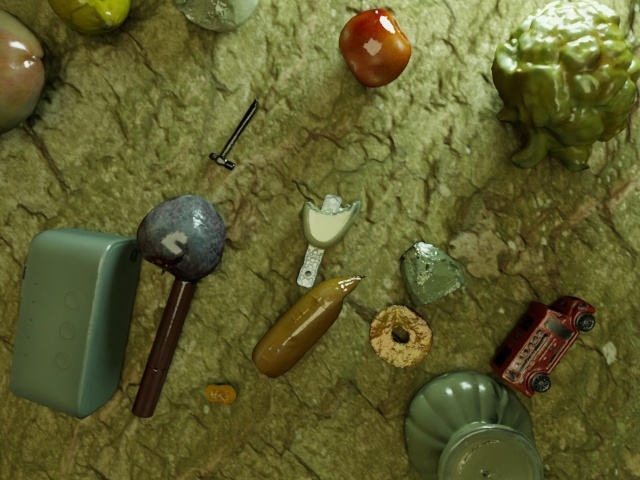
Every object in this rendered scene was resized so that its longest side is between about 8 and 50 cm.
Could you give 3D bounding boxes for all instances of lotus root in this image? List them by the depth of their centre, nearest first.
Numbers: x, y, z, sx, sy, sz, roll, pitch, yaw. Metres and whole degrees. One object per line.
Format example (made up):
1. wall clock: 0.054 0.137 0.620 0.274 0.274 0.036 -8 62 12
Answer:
1. lotus root: 0.249 0.076 1.182 0.143 0.070 0.144 -36 93 3

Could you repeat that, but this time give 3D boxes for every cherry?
1. cherry: -0.302 -0.008 1.137 0.195 0.195 0.195 0 95 1

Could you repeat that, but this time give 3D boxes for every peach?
1. peach: -0.731 -0.366 1.073 0.293 0.247 0.291 0 90 23

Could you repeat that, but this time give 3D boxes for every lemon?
1. lemon: -0.505 -0.545 1.091 0.181 0.180 0.193 -40 115 4

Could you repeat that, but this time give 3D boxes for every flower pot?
1. flower pot: 0.342 0.465 1.131 0.308 0.244 0.307 0 95 2

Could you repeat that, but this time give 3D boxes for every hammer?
1. hammer: -0.190 -0.250 1.190 0.065 0.021 0.178 33 92 -2

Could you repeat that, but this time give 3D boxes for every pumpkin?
1. pumpkin: -0.240 0.369 1.239 0.083 0.028 0.050 5 97 9

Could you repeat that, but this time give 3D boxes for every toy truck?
1. toy truck: 0.509 0.228 1.172 0.114 0.107 0.252 33 95 -2

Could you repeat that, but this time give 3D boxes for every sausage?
1. sausage: -0.024 0.181 1.177 0.112 0.112 0.328 44 94 -3

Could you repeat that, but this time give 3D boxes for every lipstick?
1. lipstick: -0.374 0.252 1.218 0.057 0.057 0.356 20 94 -1

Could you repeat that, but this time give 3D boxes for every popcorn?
1. popcorn: 0.507 -0.318 1.048 0.275 0.279 0.335 -26 81 -16

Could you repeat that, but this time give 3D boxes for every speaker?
1. speaker: -0.555 0.175 1.156 0.184 0.183 0.405 13 96 5

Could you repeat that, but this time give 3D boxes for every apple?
1. apple: 0.119 -0.417 1.099 0.139 0.163 0.163 -29 94 15

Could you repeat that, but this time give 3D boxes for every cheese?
1. cheese: 0.000 0.000 1.191 0.127 0.050 0.234 18 96 -3

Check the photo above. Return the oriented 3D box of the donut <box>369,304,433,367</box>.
1. donut: 0.187 0.223 1.203 0.152 0.058 0.151 0 94 2

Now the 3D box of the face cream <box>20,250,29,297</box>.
1. face cream: -0.693 0.073 1.219 0.034 0.034 0.130 13 96 0

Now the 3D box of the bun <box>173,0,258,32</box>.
1. bun: -0.240 -0.581 1.111 0.210 0.116 0.237 -14 94 3
